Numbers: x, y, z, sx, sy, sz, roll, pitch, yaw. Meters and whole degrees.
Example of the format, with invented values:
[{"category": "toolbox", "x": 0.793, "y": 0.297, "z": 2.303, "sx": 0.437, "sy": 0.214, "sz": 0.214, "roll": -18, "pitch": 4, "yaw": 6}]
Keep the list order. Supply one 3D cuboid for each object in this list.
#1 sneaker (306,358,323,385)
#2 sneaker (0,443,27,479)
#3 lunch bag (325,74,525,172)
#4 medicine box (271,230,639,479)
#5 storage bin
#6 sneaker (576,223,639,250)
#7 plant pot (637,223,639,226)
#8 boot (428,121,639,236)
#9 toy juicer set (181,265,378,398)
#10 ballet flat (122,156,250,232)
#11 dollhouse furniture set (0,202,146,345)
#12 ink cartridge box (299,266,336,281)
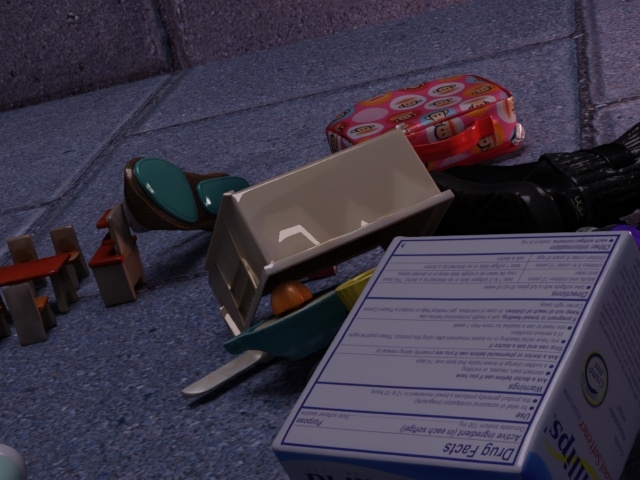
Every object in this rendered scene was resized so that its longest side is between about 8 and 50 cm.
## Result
[{"category": "sneaker", "x": 0.119, "y": 0.130, "z": 1.658, "sx": 0.276, "sy": 0.098, "sz": 0.135, "roll": -13, "pitch": 19, "yaw": 2}, {"category": "sneaker", "x": -0.463, "y": 0.298, "z": 1.660, "sx": 0.255, "sy": 0.094, "sz": 0.151, "roll": -12, "pitch": 21, "yaw": 15}, {"category": "lunch bag", "x": 0.174, "y": -0.173, "z": 2.463, "sx": 0.293, "sy": 0.120, "sz": 0.258, "roll": -20, "pitch": 19, "yaw": -13}, {"category": "medicine box", "x": 0.146, "y": 0.139, "z": 1.397, "sx": 0.263, "sy": 0.149, "sz": 0.289, "roll": -1, "pitch": 44, "yaw": 38}, {"category": "storage bin", "x": 0.000, "y": 0.000, "z": 1.933, "sx": 0.262, "sy": 0.123, "sz": 0.260, "roll": -23, "pitch": -19, "yaw": -20}, {"category": "sneaker", "x": 0.347, "y": 0.045, "z": 1.700, "sx": 0.146, "sy": 0.102, "sz": 0.293, "roll": -5, "pitch": 19, "yaw": 22}, {"category": "plant pot", "x": 0.495, "y": -0.018, "z": 1.883, "sx": 0.236, "sy": 0.032, "sz": 0.236, "roll": -15, "pitch": 19, "yaw": 5}, {"category": "boot", "x": 0.303, "y": -0.068, "z": 1.998, "sx": 0.260, "sy": 0.131, "sz": 0.348, "roll": -27, "pitch": 18, "yaw": -22}, {"category": "toy juicer set", "x": -0.009, "y": 0.079, "z": 1.823, "sx": 0.329, "sy": 0.089, "sz": 0.209, "roll": -25, "pitch": 3, "yaw": 35}, {"category": "ballet flat", "x": -0.233, "y": -0.058, "z": 2.373, "sx": 0.124, "sy": 0.116, "sz": 0.342, "roll": -25, "pitch": -11, "yaw": 25}, {"category": "dollhouse furniture set", "x": -0.408, "y": 0.040, "z": 2.299, "sx": 0.259, "sy": 0.135, "sz": 0.262, "roll": -12, "pitch": 19, "yaw": 11}, {"category": "ink cartridge box", "x": -0.069, "y": 0.016, "z": 2.187, "sx": 0.175, "sy": 0.072, "sz": 0.127, "roll": -13, "pitch": 19, "yaw": 6}]
